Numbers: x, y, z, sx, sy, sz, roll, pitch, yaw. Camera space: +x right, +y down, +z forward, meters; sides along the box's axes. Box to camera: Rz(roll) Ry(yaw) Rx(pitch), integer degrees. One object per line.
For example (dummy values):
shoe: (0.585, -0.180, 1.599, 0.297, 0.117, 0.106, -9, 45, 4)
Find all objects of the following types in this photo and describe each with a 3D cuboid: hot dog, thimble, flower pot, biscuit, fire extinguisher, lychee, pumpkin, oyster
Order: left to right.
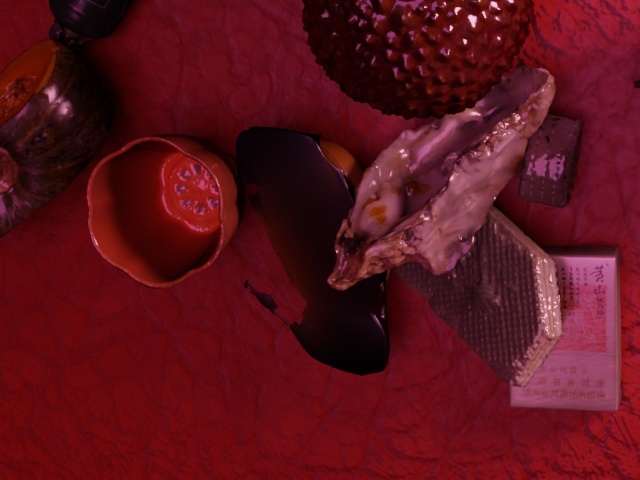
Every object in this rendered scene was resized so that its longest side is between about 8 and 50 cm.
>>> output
pumpkin: (-0.406, -0.130, 1.791, 0.317, 0.221, 0.139, -38, 118, 22)
fire extinguisher: (-0.269, -0.357, 1.745, 0.311, 0.095, 0.114, -57, 46, 19)
flower pot: (-0.178, -0.052, 1.744, 0.191, 0.173, 0.190, 5, 105, 17)
hot dog: (0.005, -0.002, 1.742, 0.194, 0.107, 0.326, 4, 114, 26)
lychee: (0.107, -0.278, 1.560, 0.276, 0.304, 0.275, -8, 67, 19)
oyster: (0.144, -0.064, 1.615, 0.166, 0.110, 0.341, 26, 80, 50)
biscuit: (0.195, 0.046, 1.659, 0.252, 0.052, 0.150, 47, 115, 34)
thimble: (0.275, -0.097, 1.641, 0.062, 0.084, 0.110, 11, 109, 15)

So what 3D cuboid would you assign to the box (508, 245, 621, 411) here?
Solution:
box: (0.301, 0.108, 1.698, 0.141, 0.058, 0.201, 2, 103, 17)

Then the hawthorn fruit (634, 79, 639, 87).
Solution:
hawthorn fruit: (0.453, -0.168, 1.520, 0.272, 0.242, 0.241, 12, 109, 46)
